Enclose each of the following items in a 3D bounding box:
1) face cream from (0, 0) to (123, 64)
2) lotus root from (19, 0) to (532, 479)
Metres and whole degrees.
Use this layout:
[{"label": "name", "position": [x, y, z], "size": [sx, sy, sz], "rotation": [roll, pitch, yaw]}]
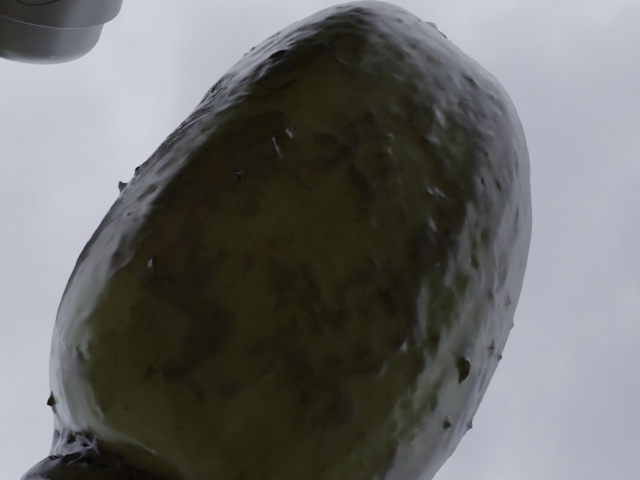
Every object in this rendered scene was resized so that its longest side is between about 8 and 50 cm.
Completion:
[{"label": "face cream", "position": [-0.166, -0.166, 0.713], "size": [0.117, 0.104, 0.117], "rotation": [16, -148, -11]}, {"label": "lotus root", "position": [0.000, 0.000, 0.518], "size": [0.173, 0.173, 0.309], "rotation": [27, -127, 6]}]
